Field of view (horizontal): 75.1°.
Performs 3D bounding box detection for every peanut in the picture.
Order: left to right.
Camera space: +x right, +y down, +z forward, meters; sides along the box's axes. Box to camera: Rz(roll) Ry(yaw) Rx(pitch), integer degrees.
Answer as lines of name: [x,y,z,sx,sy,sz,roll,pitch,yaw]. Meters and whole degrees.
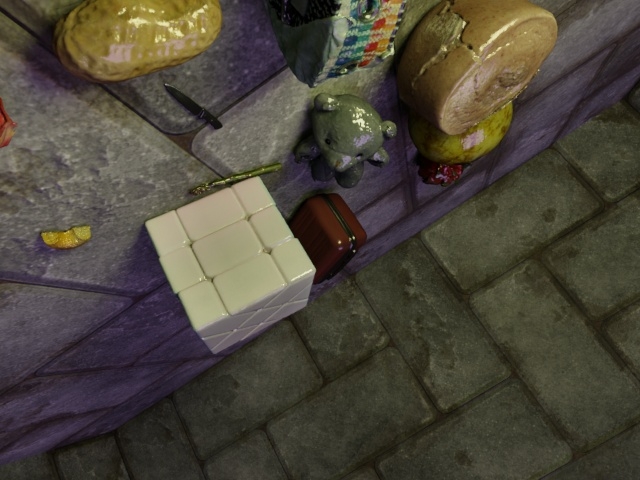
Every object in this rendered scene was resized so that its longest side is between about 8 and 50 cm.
peanut: [-0.235,-0.278,0.554,0.226,0.095,0.108,-25,164,-22]

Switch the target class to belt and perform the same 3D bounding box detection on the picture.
belt: [0.017,-0.355,0.589,0.150,0.207,0.257,-21,151,-22]

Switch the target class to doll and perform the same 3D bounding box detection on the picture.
doll: [0.058,-0.212,1.048,0.246,0.158,0.340,11,151,-7]

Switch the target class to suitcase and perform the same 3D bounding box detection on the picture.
suitcase: [0.000,0.000,1.429,0.161,0.236,0.297,-16,157,-41]

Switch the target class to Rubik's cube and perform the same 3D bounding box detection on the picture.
Rubik's cube: [-0.232,0.076,1.128,0.319,0.315,0.321,-27,160,-16]

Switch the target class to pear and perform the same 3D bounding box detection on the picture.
pear: [0.373,-0.332,1.140,0.284,0.283,0.283,-29,162,-10]

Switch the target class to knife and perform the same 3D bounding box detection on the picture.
knife: [-0.234,-0.246,0.777,0.023,0.010,0.170,-41,159,7]

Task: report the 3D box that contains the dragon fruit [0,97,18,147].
dragon fruit: [-0.519,-0.082,0.499,0.274,0.161,0.126,-17,154,-44]

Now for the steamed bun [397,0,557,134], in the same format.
steamed bun: [0.300,-0.395,0.881,0.301,0.251,0.199,-44,150,21]

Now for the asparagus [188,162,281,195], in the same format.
asparagus: [-0.206,-0.155,1.036,0.249,0.025,0.024,-22,-158,-28]

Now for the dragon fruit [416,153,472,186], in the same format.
dragon fruit: [0.449,-0.281,1.548,0.182,0.182,0.188,-7,140,-53]

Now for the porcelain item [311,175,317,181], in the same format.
porcelain item: [0.015,-0.205,1.258,0.083,0.028,0.036,-28,178,-16]

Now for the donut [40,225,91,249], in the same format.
donut: [-0.532,-0.006,0.873,0.067,0.037,0.083,-32,164,10]
